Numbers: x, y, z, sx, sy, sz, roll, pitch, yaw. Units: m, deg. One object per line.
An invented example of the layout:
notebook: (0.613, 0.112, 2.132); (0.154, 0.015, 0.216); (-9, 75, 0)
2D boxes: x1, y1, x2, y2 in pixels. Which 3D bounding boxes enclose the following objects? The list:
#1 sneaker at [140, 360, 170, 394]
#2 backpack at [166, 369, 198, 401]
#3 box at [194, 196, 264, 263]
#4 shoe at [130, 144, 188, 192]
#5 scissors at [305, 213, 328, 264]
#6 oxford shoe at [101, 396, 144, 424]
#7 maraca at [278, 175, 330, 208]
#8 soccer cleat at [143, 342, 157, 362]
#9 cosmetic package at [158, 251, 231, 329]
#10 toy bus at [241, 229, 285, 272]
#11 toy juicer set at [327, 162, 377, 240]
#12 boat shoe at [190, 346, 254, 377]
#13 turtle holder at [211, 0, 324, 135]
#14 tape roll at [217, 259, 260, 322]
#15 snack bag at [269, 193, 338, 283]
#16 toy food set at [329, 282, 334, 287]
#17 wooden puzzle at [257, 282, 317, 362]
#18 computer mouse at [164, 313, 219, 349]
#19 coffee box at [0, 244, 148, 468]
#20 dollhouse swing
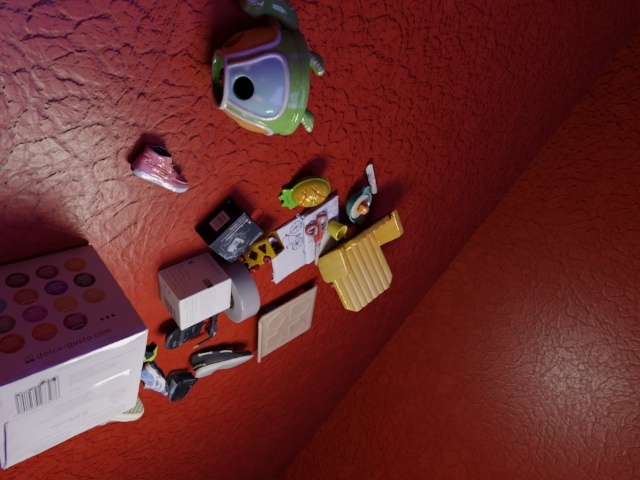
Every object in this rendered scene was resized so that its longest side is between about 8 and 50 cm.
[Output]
sneaker: (-0.634, 0.528, 1.877); (0.081, 0.080, 0.211); (-29, 137, -16)
backpack: (-0.573, 0.585, 2.002); (0.105, 0.084, 0.114); (8, 116, -54)
box: (-0.290, -0.031, 1.600); (0.156, 0.093, 0.158); (-44, 151, -3)
shoe: (-0.401, -0.188, 1.296); (0.081, 0.063, 0.178); (-48, 146, 15)
scissors: (0.000, 0.000, 2.000); (0.109, 0.021, 0.297); (-39, 149, -16)
oxford shoe: (-0.783, 0.539, 1.607); (0.130, 0.169, 0.449); (-53, 142, 7)
maraca: (-0.055, -0.165, 1.733); (0.185, 0.099, 0.127); (-18, 139, 2)
soccer cleat: (-0.647, 0.399, 1.718); (0.178, 0.060, 0.072); (-6, 123, -57)
cosmetic package: (-0.411, 0.162, 1.623); (0.183, 0.151, 0.152); (-25, 144, -33)
toy bus: (-0.230, 0.037, 1.742); (0.202, 0.105, 0.191); (-31, -170, -22)
toy juicer set: (0.172, -0.134, 2.024); (0.329, 0.089, 0.209); (-58, 153, 5)
boat shoe: (-0.409, 0.492, 2.087); (0.114, 0.091, 0.302); (-38, 158, 29)
turtle holder: (-0.133, -0.411, 1.190); (0.227, 0.243, 0.320); (-5, 143, -26)
tape roll: (-0.298, 0.169, 1.704); (0.072, 0.219, 0.219); (-25, 144, -33)
snack bag: (-0.062, 0.000, 1.980); (0.342, 0.037, 0.323); (-32, 148, -22)
toy food set: (0.071, 0.195, 2.400); (0.078, 0.019, 0.122); (-50, 150, 7)
wooden puzzle: (-0.166, 0.364, 2.261); (0.347, 0.080, 0.322); (-31, 148, -32)
computer mouse: (-0.487, 0.342, 1.846); (0.262, 0.060, 0.184); (-31, 145, -46)
coffee box: (-0.677, 0.271, 1.237); (0.337, 0.334, 0.338); (-18, 142, -41)
dollhouse swing: (0.217, 0.107, 2.134); (0.346, 0.305, 0.315); (-33, -178, -29)
